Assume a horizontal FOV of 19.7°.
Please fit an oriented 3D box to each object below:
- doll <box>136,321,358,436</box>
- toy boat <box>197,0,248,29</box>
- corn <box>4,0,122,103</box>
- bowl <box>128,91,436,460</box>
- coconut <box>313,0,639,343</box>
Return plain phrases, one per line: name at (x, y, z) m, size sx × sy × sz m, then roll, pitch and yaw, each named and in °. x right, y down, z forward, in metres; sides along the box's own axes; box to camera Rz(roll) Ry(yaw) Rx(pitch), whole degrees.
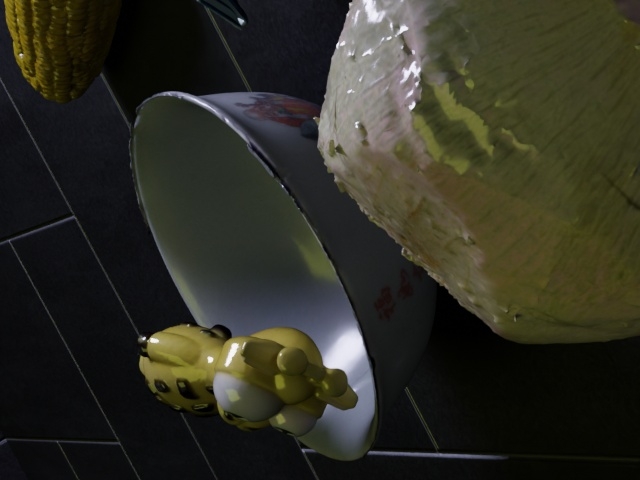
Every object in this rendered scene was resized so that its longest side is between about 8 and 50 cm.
doll at (-0.068, 0.110, 1.496) m, size 0.117 × 0.086 × 0.291 m, roll 24°, pitch 168°, yaw -25°
toy boat at (-0.139, -0.269, 1.461) m, size 0.220 × 0.067 × 0.291 m, roll 30°, pitch -151°, yaw -59°
corn at (-0.255, -0.236, 1.811) m, size 0.119 × 0.119 × 0.322 m, roll 53°, pitch 156°, yaw 15°
bowl at (0.000, 0.000, 1.528) m, size 0.345 × 0.157 × 0.345 m, roll 45°, pitch 152°, yaw 31°
coconut at (0.152, -0.098, 0.956) m, size 0.297 × 0.297 × 0.254 m, roll 55°, pitch 168°, yaw 10°
